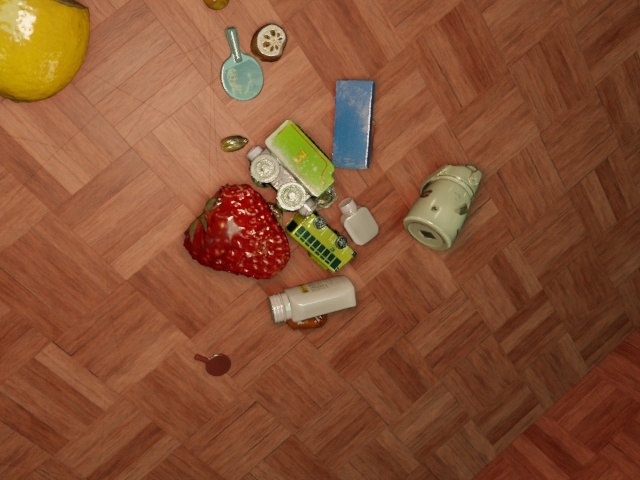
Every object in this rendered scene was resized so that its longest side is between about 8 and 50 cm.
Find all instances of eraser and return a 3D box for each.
[{"bbox_3d":[0.119,-0.420,1.791,0.144,0.042,0.312,8,105,20],"label":"eraser"}]

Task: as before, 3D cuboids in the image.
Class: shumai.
[{"bbox_3d":[-0.192,-0.074,1.813,0.123,0.105,0.139,35,68,-21],"label":"shumai"}]

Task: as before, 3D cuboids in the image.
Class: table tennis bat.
[{"bbox_3d":[-0.426,0.484,1.938,0.154,0.019,0.098,30,95,-27],"label":"table tennis bat"},{"bbox_3d":[-0.273,-0.592,1.655,0.149,0.038,0.237,-17,114,-13],"label":"table tennis bat"}]

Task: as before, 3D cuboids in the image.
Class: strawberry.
[{"bbox_3d":[-0.264,0.000,1.681,0.345,0.295,0.317,41,87,-7],"label":"strawberry"}]

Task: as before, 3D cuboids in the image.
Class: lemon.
[{"bbox_3d":[-0.821,-0.543,1.326,0.363,0.364,0.365,-5,108,-17],"label":"lemon"}]

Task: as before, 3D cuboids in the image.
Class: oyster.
[{"bbox_3d":[0.017,-0.161,1.871,0.100,0.037,0.098,-5,76,-25],"label":"oyster"}]

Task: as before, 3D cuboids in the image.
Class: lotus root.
[{"bbox_3d":[-0.174,-0.664,1.648,0.112,0.081,0.122,23,98,-16],"label":"lotus root"},{"bbox_3d":[-0.299,-0.339,1.713,0.099,0.049,0.054,-16,102,-13],"label":"lotus root"}]

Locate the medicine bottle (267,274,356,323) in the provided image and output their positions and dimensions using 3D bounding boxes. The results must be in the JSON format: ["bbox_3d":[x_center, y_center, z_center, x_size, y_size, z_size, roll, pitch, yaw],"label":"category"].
[{"bbox_3d":[-0.037,0.229,1.903,0.324,0.179,0.124,-11,109,-16],"label":"medicine bottle"}]

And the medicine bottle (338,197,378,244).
[{"bbox_3d":[0.142,-0.078,1.932,0.119,0.069,0.183,-37,115,-4],"label":"medicine bottle"}]

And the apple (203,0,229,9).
[{"bbox_3d":[-0.332,-0.779,1.556,0.089,0.074,0.090,-6,108,-19],"label":"apple"}]

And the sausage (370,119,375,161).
[{"bbox_3d":[0.163,-0.375,1.846,0.077,0.077,0.194,0,106,-19],"label":"sausage"}]

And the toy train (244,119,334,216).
[{"bbox_3d":[-0.098,-0.243,1.716,0.249,0.173,0.307,-43,91,-3],"label":"toy train"}]

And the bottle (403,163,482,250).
[{"bbox_3d":[0.489,-0.157,1.944,0.229,0.229,0.352,41,70,-24],"label":"bottle"}]

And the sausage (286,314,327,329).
[{"bbox_3d":[-0.055,0.319,1.976,0.179,0.089,0.089,-5,108,-20],"label":"sausage"}]

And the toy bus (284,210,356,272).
[{"bbox_3d":[0.000,0.000,1.876,0.262,0.128,0.150,42,90,-23],"label":"toy bus"}]
